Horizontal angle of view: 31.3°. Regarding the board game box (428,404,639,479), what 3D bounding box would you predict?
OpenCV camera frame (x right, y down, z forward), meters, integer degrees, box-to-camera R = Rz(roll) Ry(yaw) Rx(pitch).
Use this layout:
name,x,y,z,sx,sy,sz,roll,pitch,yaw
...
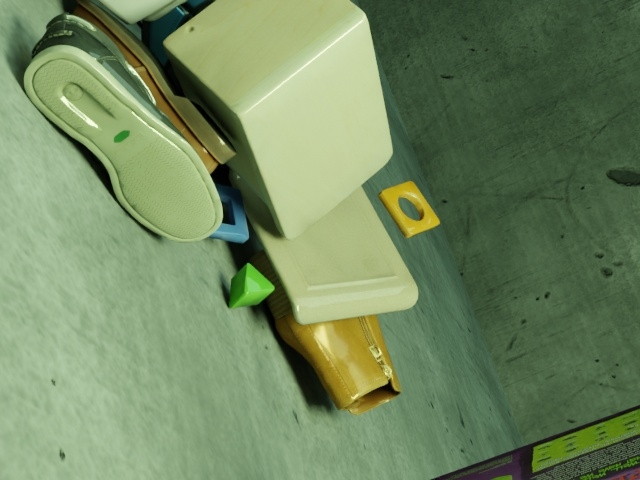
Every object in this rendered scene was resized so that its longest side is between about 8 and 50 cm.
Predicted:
name,x,y,z,sx,sy,sz,roll,pitch,yaw
board game box,0.100,0.210,0.828,0.208,0.347,0.056,-1,69,-77

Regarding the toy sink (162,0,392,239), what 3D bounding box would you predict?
name,x,y,z,sx,sy,sz,roll,pitch,yaw
toy sink,-0.036,-0.137,1.123,0.131,0.153,0.234,44,-12,28

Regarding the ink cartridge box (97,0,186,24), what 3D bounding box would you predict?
name,x,y,z,sx,sy,sz,roll,pitch,yaw
ink cartridge box,-0.172,-0.392,0.934,0.395,0.285,0.166,38,29,-56

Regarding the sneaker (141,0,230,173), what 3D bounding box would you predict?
name,x,y,z,sx,sy,sz,roll,pitch,yaw
sneaker,-0.113,-0.158,1.269,0.139,0.125,0.341,55,-4,43

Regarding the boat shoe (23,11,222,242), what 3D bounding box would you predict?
name,x,y,z,sx,sy,sz,roll,pitch,yaw
boat shoe,-0.155,-0.091,0.967,0.233,0.084,0.079,52,18,-36

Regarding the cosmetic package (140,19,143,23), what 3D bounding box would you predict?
name,x,y,z,sx,sy,sz,roll,pitch,yaw
cosmetic package,-0.146,-0.312,1.420,0.377,0.097,0.284,50,21,-50

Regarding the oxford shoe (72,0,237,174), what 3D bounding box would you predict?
name,x,y,z,sx,sy,sz,roll,pitch,yaw
oxford shoe,-0.171,-0.137,1.047,0.212,0.076,0.076,51,7,13

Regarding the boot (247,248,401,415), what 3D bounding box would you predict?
name,x,y,z,sx,sy,sz,roll,pitch,yaw
boot,0.034,0.092,1.341,0.211,0.104,0.295,59,23,7

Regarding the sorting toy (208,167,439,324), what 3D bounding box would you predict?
name,x,y,z,sx,sy,sz,roll,pitch,yaw
sorting toy,0.000,0.000,1.244,0.348,0.047,0.196,-5,62,-42
